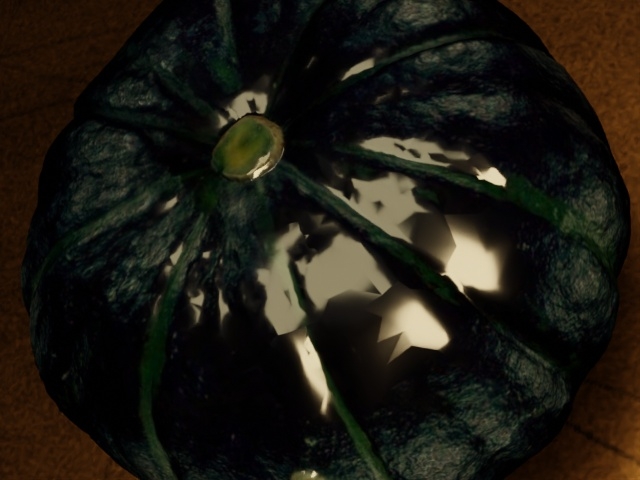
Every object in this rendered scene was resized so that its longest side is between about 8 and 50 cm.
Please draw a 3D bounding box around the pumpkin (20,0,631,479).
[{"bbox_3d":[0.000,0.000,0.963,0.363,0.266,0.363,-10,65,22],"label":"pumpkin"}]
